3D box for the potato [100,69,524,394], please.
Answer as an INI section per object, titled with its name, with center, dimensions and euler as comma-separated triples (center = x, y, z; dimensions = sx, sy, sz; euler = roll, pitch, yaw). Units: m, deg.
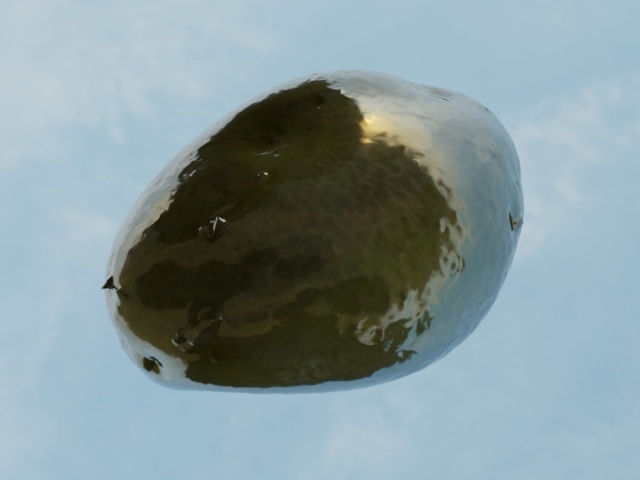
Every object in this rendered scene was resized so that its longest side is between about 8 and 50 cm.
[potato]
center = 0.000, 0.000, 0.722
dimensions = 0.160, 0.235, 0.178
euler = 64, -28, 6
